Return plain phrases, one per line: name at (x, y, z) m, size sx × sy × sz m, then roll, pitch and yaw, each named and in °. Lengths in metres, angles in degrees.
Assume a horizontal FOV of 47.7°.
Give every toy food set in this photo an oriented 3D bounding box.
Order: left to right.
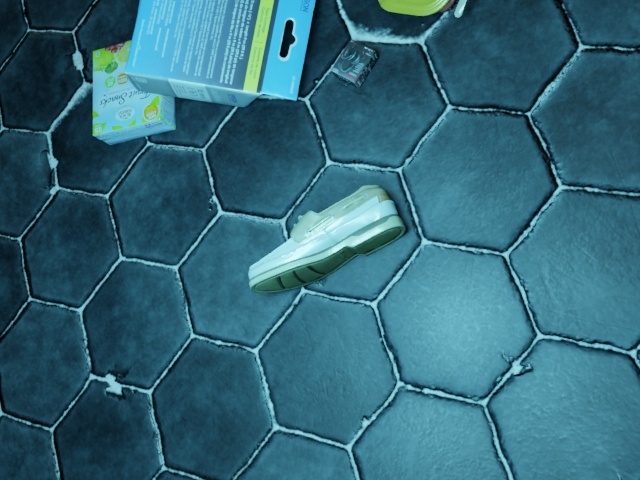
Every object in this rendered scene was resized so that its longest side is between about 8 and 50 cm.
toy food set at (0.202, -0.492, 1.380) m, size 0.217 × 0.071 × 0.128 m, roll 19°, pitch 109°, yaw 27°

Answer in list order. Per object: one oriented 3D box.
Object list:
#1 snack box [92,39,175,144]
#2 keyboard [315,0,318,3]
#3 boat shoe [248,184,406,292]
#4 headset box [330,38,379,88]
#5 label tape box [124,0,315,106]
snack box at (-0.408, -0.330, 1.584) m, size 0.174 × 0.070 × 0.207 m, roll -10°, pitch 76°, yaw 19°
keyboard at (0.048, -0.551, 1.476) m, size 0.180 × 0.023 × 0.108 m, roll -36°, pitch 61°, yaw 12°
boat shoe at (0.000, 0.000, 1.325) m, size 0.302 × 0.113 × 0.103 m, roll -24°, pitch 68°, yaw 4°
headset box at (0.065, -0.341, 1.413) m, size 0.062 × 0.032 × 0.083 m, roll 34°, pitch 90°, yaw 25°
label tape box at (-0.196, -0.411, 1.480) m, size 0.347 × 0.115 × 0.249 m, roll 10°, pitch 81°, yaw 0°
